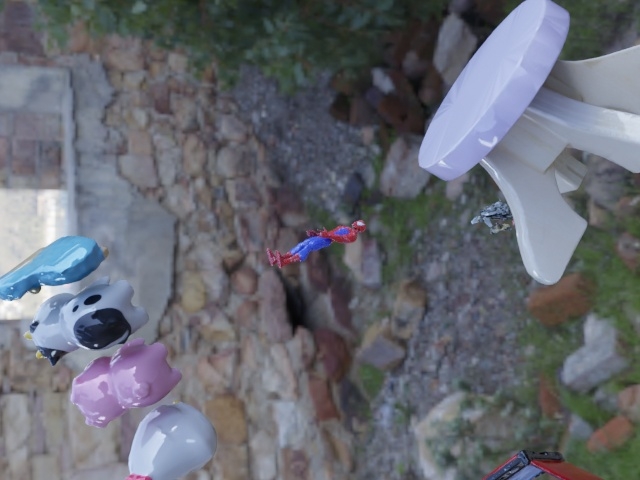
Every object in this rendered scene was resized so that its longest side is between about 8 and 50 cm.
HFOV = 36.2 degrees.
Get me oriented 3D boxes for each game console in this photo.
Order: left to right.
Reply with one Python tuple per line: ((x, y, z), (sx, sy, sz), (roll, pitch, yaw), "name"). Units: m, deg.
((0.279, 0.308, 1.211), (0.124, 0.144, 0.085), (-41, 60, 17), "game console")

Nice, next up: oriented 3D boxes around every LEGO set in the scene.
((0.199, -0.030, 1.093), (0.083, 0.054, 0.023), (-145, 40, -70), "LEGO set")

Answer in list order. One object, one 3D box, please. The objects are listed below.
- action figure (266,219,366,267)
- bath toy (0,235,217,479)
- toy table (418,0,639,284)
((0.000, 0.000, 1.061), (0.038, 0.115, 0.030), (2, 107, 64), "action figure")
((-0.264, 0.168, 1.221), (0.151, 0.129, 0.348), (-5, 119, 52), "bath toy")
((0.209, -0.104, 0.918), (0.252, 0.161, 0.274), (-60, 7, 4), "toy table")
